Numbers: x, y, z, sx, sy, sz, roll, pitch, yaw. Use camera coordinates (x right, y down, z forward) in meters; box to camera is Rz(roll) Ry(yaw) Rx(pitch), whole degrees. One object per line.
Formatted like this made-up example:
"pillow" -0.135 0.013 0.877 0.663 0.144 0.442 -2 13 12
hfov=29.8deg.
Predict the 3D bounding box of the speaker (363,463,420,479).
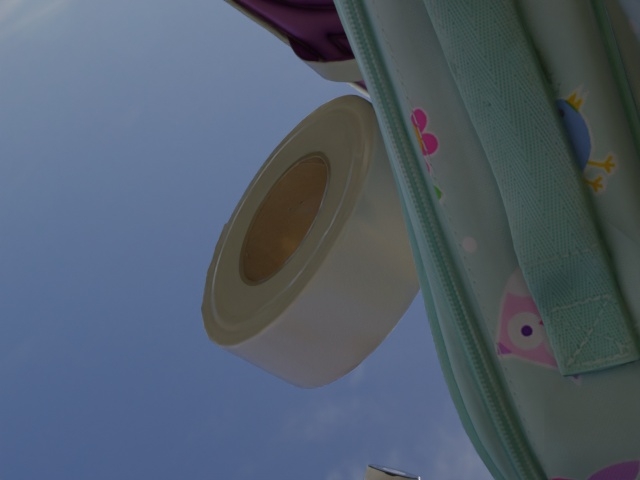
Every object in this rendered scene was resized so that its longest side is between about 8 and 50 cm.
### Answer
"speaker" 0.056 0.292 1.175 0.055 0.055 0.136 7 -98 54

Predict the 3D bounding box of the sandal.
"sandal" 0.041 -0.221 1.175 0.416 0.169 0.102 24 -162 17

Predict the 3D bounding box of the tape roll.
"tape roll" 0.000 0.000 1.191 0.286 0.100 0.286 -44 -152 32

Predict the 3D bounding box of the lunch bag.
"lunch bag" 0.100 -0.049 0.455 0.108 0.279 0.224 -19 -179 33
